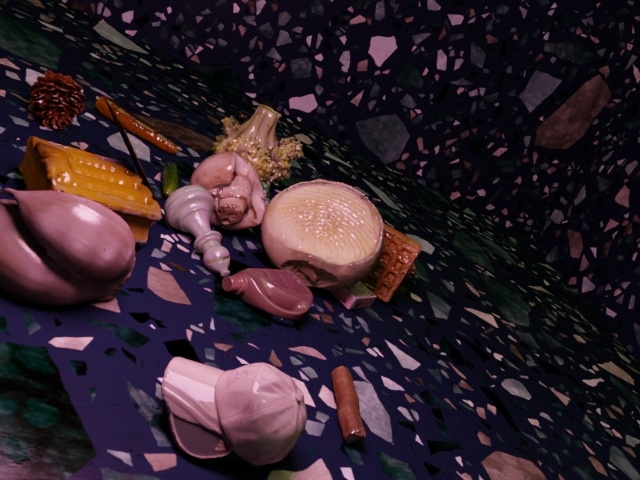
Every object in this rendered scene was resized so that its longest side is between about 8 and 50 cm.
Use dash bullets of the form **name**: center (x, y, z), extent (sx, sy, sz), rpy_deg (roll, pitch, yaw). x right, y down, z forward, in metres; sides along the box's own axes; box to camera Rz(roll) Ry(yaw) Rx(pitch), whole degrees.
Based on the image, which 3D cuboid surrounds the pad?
- **pad**: center (-0.483, -0.203, 1.837), extent (0.004, 0.330, 0.220), rpy_deg (-27, 44, -13)

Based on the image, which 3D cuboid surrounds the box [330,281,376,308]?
- **box**: center (0.099, 0.161, 2.105), extent (0.089, 0.043, 0.125), rpy_deg (43, 22, 30)

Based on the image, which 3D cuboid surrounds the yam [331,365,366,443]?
- **yam**: center (0.060, 0.363, 1.553), extent (0.057, 0.056, 0.241), rpy_deg (25, 19, -17)

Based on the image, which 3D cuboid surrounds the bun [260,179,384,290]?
- **bun**: center (0.002, 0.001, 2.058), extent (0.364, 0.202, 0.364), rpy_deg (7, 49, -9)

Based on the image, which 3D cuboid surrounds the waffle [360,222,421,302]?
- **waffle**: center (0.139, 0.033, 2.223), extent (0.308, 0.212, 0.091), rpy_deg (31, 11, 3)

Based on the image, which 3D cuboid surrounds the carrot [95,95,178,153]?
- **carrot**: center (-0.614, -0.380, 2.350), extent (0.314, 0.066, 0.066), rpy_deg (33, 19, -4)

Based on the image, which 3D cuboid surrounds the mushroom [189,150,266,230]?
- **mushroom**: center (-0.283, -0.124, 2.021), extent (0.195, 0.189, 0.253), rpy_deg (-84, 151, -43)

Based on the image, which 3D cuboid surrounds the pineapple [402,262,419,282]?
- **pineapple**: center (0.251, 0.079, 2.471), extent (0.221, 0.083, 0.103), rpy_deg (30, 19, 2)

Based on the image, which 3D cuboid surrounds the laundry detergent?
- **laundry detergent**: center (-0.126, 0.138, 1.778), extent (0.237, 0.076, 0.171), rpy_deg (7, 31, -49)

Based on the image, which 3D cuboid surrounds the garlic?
- **garlic**: center (-0.529, -0.025, 1.355), extent (0.340, 0.231, 0.246), rpy_deg (37, 22, -1)

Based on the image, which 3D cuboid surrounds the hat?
- **hat**: center (-0.153, 0.287, 1.270), extent (0.275, 0.161, 0.232), rpy_deg (27, 15, -1)

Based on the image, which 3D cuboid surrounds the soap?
- **soap**: center (-0.555, -0.121, 1.673), extent (0.281, 0.143, 0.259), rpy_deg (12, 29, -42)

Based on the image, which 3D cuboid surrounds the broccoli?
- **broccoli**: center (-0.245, -0.348, 2.474), extent (0.293, 0.280, 0.348), rpy_deg (39, 20, 18)

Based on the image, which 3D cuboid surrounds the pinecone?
- **pinecone**: center (-0.770, -0.404, 2.044), extent (0.174, 0.173, 0.173), rpy_deg (28, 20, -11)

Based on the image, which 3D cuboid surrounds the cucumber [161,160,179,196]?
- **cucumber**: center (-0.454, -0.188, 2.119), extent (0.056, 0.056, 0.250), rpy_deg (23, 24, -23)

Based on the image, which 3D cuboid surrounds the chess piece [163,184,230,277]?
- **chess piece**: center (-0.302, -0.010, 1.838), extent (0.139, 0.139, 0.271), rpy_deg (7, 41, -50)

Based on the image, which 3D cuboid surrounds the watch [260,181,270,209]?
- **watch**: center (-0.264, -0.140, 2.226), extent (0.152, 0.131, 0.165), rpy_deg (24, 15, 41)
